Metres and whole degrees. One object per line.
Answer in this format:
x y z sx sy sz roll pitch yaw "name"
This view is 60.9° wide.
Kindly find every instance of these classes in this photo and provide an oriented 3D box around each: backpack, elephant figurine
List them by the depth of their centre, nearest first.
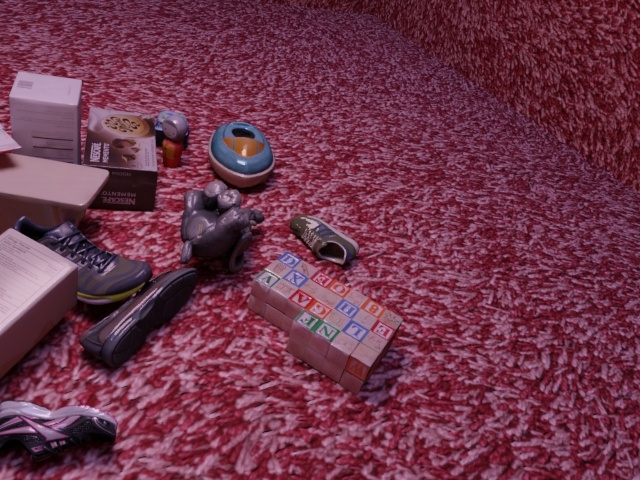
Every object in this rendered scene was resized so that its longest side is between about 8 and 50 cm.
-0.213 -0.012 1.232 0.186 0.239 0.169 -22 66 -2 "elephant figurine"
-0.438 -0.334 1.607 0.105 0.084 0.114 8 34 -17 "backpack"

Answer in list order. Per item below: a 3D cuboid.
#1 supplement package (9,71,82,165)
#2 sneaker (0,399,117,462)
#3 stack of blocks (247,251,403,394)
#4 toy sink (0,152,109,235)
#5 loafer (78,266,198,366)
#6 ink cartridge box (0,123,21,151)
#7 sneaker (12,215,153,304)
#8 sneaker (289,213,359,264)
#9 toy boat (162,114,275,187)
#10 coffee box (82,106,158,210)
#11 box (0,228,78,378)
-0.628 -0.240 1.259 0.134 0.244 0.139 3 37 -21 "supplement package"
-0.395 0.293 0.809 0.178 0.072 0.077 5 48 -4 "sneaker"
-0.002 0.160 1.123 0.297 0.087 0.171 30 37 16 "stack of blocks"
-0.585 -0.079 1.161 0.234 0.131 0.153 9 36 -4 "toy sink"
-0.337 0.122 1.032 0.084 0.096 0.267 21 37 14 "loafer"
-0.805 -0.187 1.115 0.296 0.066 0.261 -21 44 -37 "ink cartridge box"
-0.461 0.034 1.026 0.300 0.121 0.111 9 34 9 "sneaker"
0.000 0.000 1.358 0.192 0.064 0.086 27 31 8 "sneaker"
-0.281 -0.263 1.522 0.318 0.148 0.267 3 38 -21 "toy boat"
-0.506 -0.210 1.380 0.168 0.119 0.297 4 37 -21 "coffee box"
-0.543 0.135 0.857 0.148 0.121 0.311 29 43 4 "box"
